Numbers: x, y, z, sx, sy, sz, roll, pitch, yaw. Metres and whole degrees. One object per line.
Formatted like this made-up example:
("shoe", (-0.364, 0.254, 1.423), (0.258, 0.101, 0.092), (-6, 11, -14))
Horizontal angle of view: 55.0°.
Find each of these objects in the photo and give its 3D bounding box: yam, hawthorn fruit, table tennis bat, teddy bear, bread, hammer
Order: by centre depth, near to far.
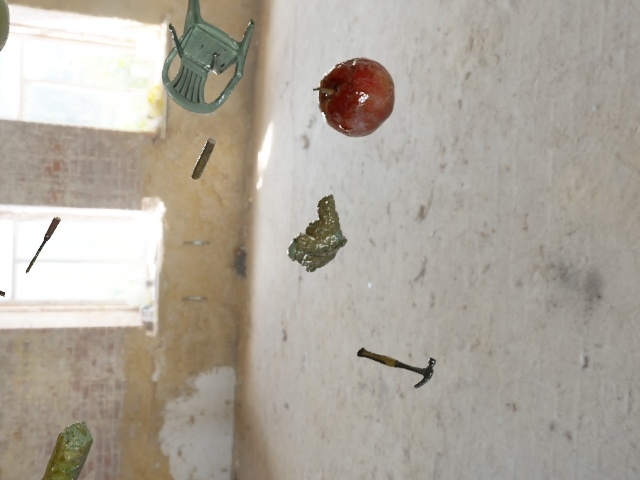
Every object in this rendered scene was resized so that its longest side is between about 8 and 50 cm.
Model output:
("hammer", (0.175, 0.298, 1.476), (0.201, 0.021, 0.078), (10, 67, 33))
("table tennis bat", (-0.748, -0.011, 1.545), (0.169, 0.119, 0.107), (-56, 21, 10))
("bread", (-0.696, 0.618, 1.670), (0.098, 0.087, 0.269), (48, 119, 42))
("yam", (-0.348, -0.239, 1.824), (0.145, 0.032, 0.032), (-57, 34, 35))
("hawthorn fruit", (0.081, -0.434, 1.851), (0.242, 0.272, 0.241), (12, 104, 53))
("teddy bear", (0.000, 0.000, 2.081), (0.267, 0.156, 0.256), (-57, -1, -17))

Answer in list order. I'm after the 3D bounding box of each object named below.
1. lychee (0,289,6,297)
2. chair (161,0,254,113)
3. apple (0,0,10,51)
("lychee", (-1.050, 0.134, 1.801), (0.200, 0.239, 0.199), (-170, 90, -74))
("chair", (-0.316, -0.490, 1.636), (0.190, 0.204, 0.274), (-59, 1, -21))
("apple", (-0.981, -0.599, 1.642), (0.233, 0.296, 0.257), (-99, -4, -65))
